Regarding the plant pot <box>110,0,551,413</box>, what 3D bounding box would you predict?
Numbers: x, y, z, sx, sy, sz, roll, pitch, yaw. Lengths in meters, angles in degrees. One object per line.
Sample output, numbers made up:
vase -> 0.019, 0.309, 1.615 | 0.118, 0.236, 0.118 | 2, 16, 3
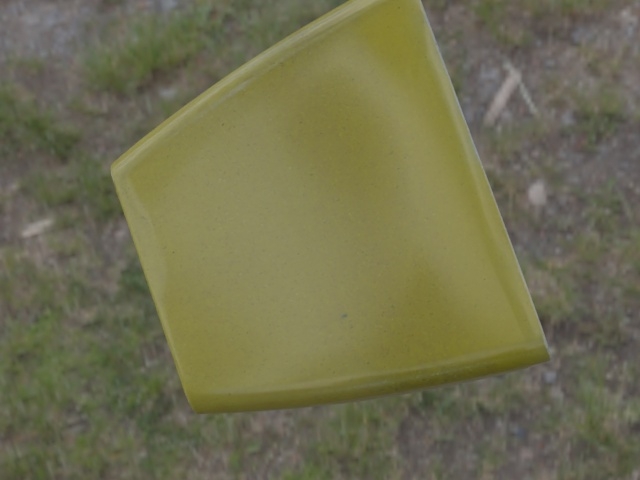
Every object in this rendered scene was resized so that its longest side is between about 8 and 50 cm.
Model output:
plant pot -> 0.000, 0.000, 0.874 | 0.187, 0.212, 0.212 | -19, 83, 2
